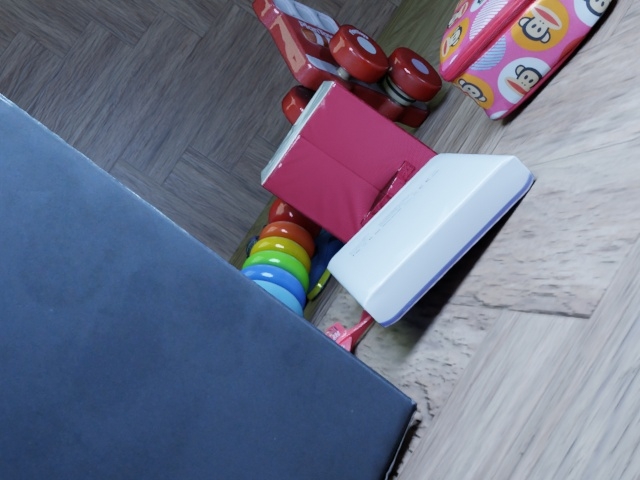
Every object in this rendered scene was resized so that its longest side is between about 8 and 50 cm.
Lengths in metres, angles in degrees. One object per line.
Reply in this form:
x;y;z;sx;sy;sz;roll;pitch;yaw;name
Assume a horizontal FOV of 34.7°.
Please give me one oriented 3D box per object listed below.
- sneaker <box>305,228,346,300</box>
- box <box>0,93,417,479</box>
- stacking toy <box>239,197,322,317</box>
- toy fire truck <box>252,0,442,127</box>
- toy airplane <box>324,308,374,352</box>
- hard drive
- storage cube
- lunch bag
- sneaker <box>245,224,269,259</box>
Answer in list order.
0.000;0.000;1.701;0.209;0.082;0.069;-59;7;-32;sneaker
-0.263;0.161;0.945;0.472;0.480;0.297;-22;34;59;box
-0.071;0.050;1.559;0.141;0.141;0.330;-47;20;45;stacking toy
0.044;-0.297;1.713;0.169;0.302;0.254;-48;50;30;toy fire truck
0.038;0.111;1.226;0.151;0.028;0.151;-53;10;14;toy airplane
0.109;-0.013;1.153;0.210;0.040;0.319;-45;8;-1;hard drive
0.039;-0.108;1.506;0.183;0.193;0.215;-55;9;6;storage cube
0.272;-0.307;1.253;0.258;0.120;0.293;-45;14;36;lunch bag
-0.086;0.056;1.813;0.107;0.124;0.283;-54;9;15;sneaker
